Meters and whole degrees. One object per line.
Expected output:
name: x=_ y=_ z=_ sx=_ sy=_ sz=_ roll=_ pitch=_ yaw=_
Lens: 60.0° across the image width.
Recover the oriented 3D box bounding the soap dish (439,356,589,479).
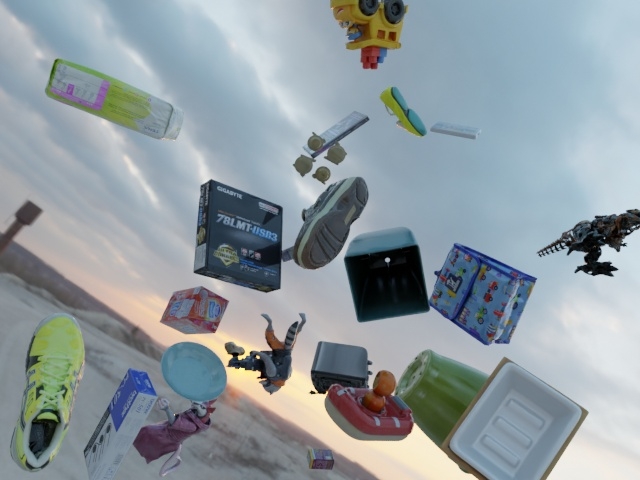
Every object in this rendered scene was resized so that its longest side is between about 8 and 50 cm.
soap dish: x=0.470 y=0.469 z=1.356 sx=0.229 sy=0.291 sz=0.118 roll=34 pitch=-16 yaw=27

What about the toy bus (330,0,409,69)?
toy bus: x=0.139 y=-0.630 z=1.674 sx=0.220 sy=0.211 sz=0.149 roll=-4 pitch=17 yaw=-33

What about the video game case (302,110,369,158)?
video game case: x=0.058 y=-0.439 z=2.281 sx=0.026 sy=0.274 sz=0.196 roll=56 pitch=1 yaw=-22

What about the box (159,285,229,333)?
box: x=-0.450 y=0.252 z=1.962 sx=0.123 sy=0.128 sz=0.257 roll=34 pitch=-28 yaw=-27

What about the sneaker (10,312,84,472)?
sneaker: x=-0.657 y=0.373 z=1.369 sx=0.145 sy=0.384 sz=0.147 roll=11 pitch=-11 yaw=-34

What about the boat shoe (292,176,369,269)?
boat shoe: x=0.005 y=-0.034 z=1.098 sx=0.095 sy=0.257 sz=0.095 roll=3 pitch=-54 yaw=34

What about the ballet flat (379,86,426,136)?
ballet flat: x=0.292 y=-0.453 z=1.985 sx=0.077 sy=0.077 sz=0.231 roll=-20 pitch=-53 yaw=38

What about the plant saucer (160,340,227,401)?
plant saucer: x=-0.353 y=0.368 z=1.528 sx=0.195 sy=0.195 sz=0.037 roll=35 pitch=-60 yaw=-5

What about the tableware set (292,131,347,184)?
tableware set: x=-0.002 y=-0.277 z=1.889 sx=0.141 sy=0.168 sz=0.020 roll=31 pitch=10 yaw=-14

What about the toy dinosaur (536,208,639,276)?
toy dinosaur: x=0.871 y=0.003 z=1.774 sx=0.164 sy=0.218 sz=0.322 roll=38 pitch=-50 yaw=-6

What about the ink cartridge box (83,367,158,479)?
ink cartridge box: x=-0.409 y=0.376 z=1.127 sx=0.046 sy=0.207 sz=0.097 roll=27 pitch=4 yaw=-35

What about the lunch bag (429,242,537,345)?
lunch bag: x=0.471 y=0.153 z=1.702 sx=0.138 sy=0.220 sz=0.293 roll=7 pitch=17 yaw=-41

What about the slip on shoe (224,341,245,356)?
slip on shoe: x=-0.301 y=0.394 z=1.957 sx=0.135 sy=0.052 sz=0.041 roll=69 pitch=4 yaw=-62

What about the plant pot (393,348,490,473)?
plant pot: x=0.475 y=0.590 z=2.032 sx=0.353 sy=0.366 sz=0.366 roll=35 pitch=-17 yaw=-1

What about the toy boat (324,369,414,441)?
toy boat: x=0.125 y=0.369 z=1.285 sx=0.231 sy=0.151 sz=0.151 roll=15 pitch=15 yaw=-35

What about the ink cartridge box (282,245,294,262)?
ink cartridge box: x=0.000 y=0.000 z=1.795 sx=0.045 sy=0.224 sz=0.223 roll=65 pitch=-23 yaw=-1

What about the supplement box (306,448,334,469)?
supplement box: x=0.000 y=0.750 z=1.899 sx=0.083 sy=0.043 sz=0.055 roll=8 pitch=18 yaw=-13

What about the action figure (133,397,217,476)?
action figure: x=-0.513 y=0.687 z=2.001 sx=0.275 sy=0.370 sz=0.248 roll=64 pitch=19 yaw=7

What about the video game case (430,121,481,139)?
video game case: x=0.477 y=-0.387 z=1.945 sx=0.157 sy=0.143 sz=0.019 roll=15 pitch=-65 yaw=18

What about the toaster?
toaster: x=0.055 y=0.380 z=1.596 sx=0.186 sy=0.110 sz=0.168 roll=6 pitch=-34 yaw=11

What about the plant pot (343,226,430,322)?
plant pot: x=0.158 y=0.060 z=1.326 sx=0.234 sy=0.166 sz=0.165 roll=-73 pitch=151 yaw=-70

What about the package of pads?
package of pads: x=-0.501 y=-0.345 z=1.385 sx=0.297 sy=0.101 sz=0.229 roll=20 pitch=7 yaw=-10

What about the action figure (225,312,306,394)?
action figure: x=-0.195 y=0.462 z=2.226 sx=0.179 sy=0.329 sz=0.341 roll=13 pitch=8 yaw=42

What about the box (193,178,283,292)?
box: x=-0.248 y=-0.009 z=1.731 sx=0.073 sy=0.293 sz=0.296 roll=-18 pitch=-28 yaw=41
